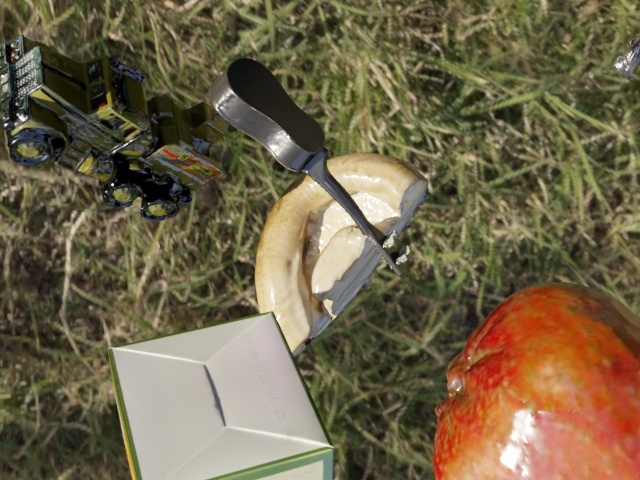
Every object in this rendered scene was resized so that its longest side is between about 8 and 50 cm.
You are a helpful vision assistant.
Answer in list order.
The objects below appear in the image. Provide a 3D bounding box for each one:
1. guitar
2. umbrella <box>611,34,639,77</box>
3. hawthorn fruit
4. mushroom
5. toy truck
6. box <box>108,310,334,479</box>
[{"bbox_3d":[0.003,-0.067,0.846,0.271,0.084,0.038,45,124,-10],"label":"guitar"},{"bbox_3d":[0.481,-0.303,1.261,0.037,0.040,0.144,-13,146,-47],"label":"umbrella"},{"bbox_3d":[0.249,0.190,0.764,0.300,0.254,0.254,29,111,0],"label":"hawthorn fruit"},{"bbox_3d":[0.000,0.000,1.088,0.286,0.151,0.156,-54,167,6],"label":"mushroom"},{"bbox_3d":[-0.217,-0.123,0.916,0.127,0.127,0.257,-29,150,27],"label":"toy truck"},{"bbox_3d":[-0.100,0.200,0.857,0.177,0.195,0.148,-12,130,-16],"label":"box"}]
